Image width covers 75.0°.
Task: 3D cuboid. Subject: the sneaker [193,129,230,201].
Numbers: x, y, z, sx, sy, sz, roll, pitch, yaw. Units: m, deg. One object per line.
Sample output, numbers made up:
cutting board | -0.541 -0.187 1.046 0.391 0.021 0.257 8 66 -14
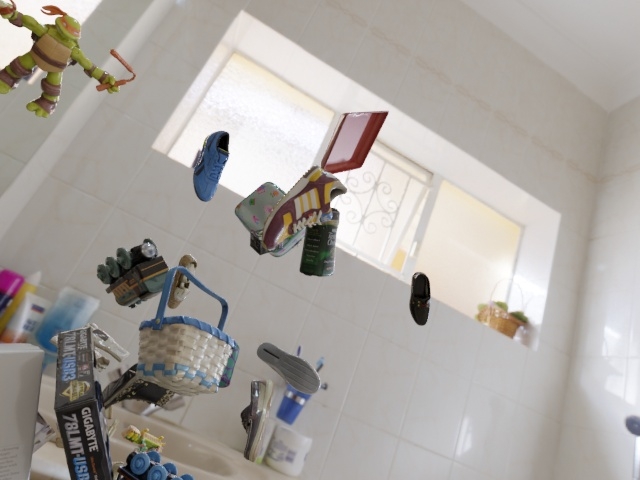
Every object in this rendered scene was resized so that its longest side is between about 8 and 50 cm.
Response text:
sneaker | -0.301 -0.213 1.174 0.082 0.209 0.069 0 -15 43

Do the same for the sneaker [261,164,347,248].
sneaker | -0.026 -0.049 0.729 0.084 0.185 0.069 33 -19 10

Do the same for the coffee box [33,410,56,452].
coffee box | -0.894 0.512 1.202 0.168 0.119 0.297 40 -39 10

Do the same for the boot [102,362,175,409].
boot | -0.638 0.541 1.443 0.178 0.236 0.085 46 9 -31

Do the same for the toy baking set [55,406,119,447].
toy baking set | -0.808 0.645 1.445 0.197 0.030 0.256 50 11 -19

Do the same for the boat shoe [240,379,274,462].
boat shoe | -0.217 0.578 1.363 0.092 0.285 0.103 9 -56 0

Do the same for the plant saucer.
plant saucer | 0.115 -0.370 1.541 0.048 0.258 0.259 44 -50 22

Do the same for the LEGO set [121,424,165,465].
LEGO set | -0.583 0.721 1.376 0.132 0.107 0.287 1 -50 -21

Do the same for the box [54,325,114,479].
box | -0.477 0.372 0.851 0.073 0.293 0.295 -10 20 -28

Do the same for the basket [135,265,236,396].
basket | -0.347 0.242 1.099 0.201 0.289 0.255 -6 -36 25

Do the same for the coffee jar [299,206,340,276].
coffee jar | 0.000 0.000 1.096 0.079 0.184 0.096 9 5 31

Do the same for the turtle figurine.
turtle figurine | -0.493 -0.335 0.737 0.217 0.087 0.269 -31 -37 26

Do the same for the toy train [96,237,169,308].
toy train | -0.637 0.123 1.424 0.334 0.142 0.190 -26 -89 39

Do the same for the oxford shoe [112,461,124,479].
oxford shoe | -0.607 0.813 1.173 0.146 0.397 0.140 -3 -49 -27

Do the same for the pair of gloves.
pair of gloves | -0.815 0.380 1.496 0.204 0.042 0.240 35 2 4

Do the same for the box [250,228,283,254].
box | -0.164 -0.001 1.266 0.062 0.083 0.052 38 -48 40

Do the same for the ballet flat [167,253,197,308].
ballet flat | -0.491 0.152 1.485 0.067 0.206 0.073 16 2 37

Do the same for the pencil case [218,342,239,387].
pencil case | -0.323 0.418 1.416 0.070 0.152 0.064 30 -56 -18

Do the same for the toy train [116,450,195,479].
toy train | -0.354 0.531 0.889 0.184 0.105 0.080 24 -19 15

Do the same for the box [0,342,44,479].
box | -0.713 0.401 0.875 0.168 0.345 0.215 10 -13 -41

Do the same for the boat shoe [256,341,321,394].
boat shoe | -0.118 0.500 1.645 0.302 0.109 0.094 29 -19 26

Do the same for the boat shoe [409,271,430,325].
boat shoe | 0.241 0.142 1.004 0.048 0.133 0.042 -2 2 1

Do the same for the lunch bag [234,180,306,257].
lunch bag | -0.176 -0.084 1.633 0.279 0.224 0.108 44 -10 17
